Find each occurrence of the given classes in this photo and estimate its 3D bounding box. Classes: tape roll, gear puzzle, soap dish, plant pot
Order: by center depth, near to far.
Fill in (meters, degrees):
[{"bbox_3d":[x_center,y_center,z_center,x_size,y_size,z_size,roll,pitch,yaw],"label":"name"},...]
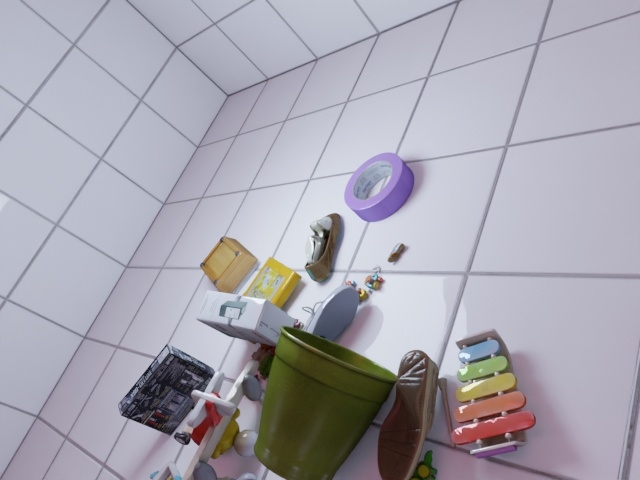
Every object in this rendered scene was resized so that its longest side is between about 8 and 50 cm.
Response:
[{"bbox_3d":[-0.014,0.477,1.500,0.366,0.366,0.353,17,82,53],"label":"plant pot"},{"bbox_3d":[-0.205,0.422,1.991,0.175,0.044,0.339,17,71,53],"label":"gear puzzle"},{"bbox_3d":[0.226,-0.209,2.070,0.275,0.090,0.275,-30,39,28],"label":"tape roll"},{"bbox_3d":[-0.434,0.115,2.474,0.229,0.118,0.291,-52,36,-3],"label":"soap dish"}]

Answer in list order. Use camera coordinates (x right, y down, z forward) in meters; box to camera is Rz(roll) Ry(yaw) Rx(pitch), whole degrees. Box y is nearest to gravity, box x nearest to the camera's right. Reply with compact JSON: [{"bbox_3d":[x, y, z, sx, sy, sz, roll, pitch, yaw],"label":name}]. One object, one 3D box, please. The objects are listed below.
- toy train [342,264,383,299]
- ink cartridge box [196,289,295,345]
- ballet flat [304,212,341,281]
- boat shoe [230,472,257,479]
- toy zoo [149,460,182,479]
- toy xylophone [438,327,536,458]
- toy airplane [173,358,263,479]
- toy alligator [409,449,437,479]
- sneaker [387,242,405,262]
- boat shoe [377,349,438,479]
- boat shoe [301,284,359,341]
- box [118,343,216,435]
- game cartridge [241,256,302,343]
[{"bbox_3d":[0.139,0.149,1.865,0.166,0.046,0.125,-37,37,19],"label":"toy train"},{"bbox_3d":[-0.269,0.289,1.938,0.289,0.211,0.121,4,65,33],"label":"ink cartridge box"},{"bbox_3d":[0.000,0.000,2.092,0.116,0.124,0.342,-16,47,39],"label":"ballet flat"},{"bbox_3d":[-0.296,0.800,1.701,0.226,0.083,0.076,-42,36,12],"label":"boat shoe"},{"bbox_3d":[-0.566,0.939,1.917,0.192,0.030,0.293,-55,34,-7],"label":"toy zoo"},{"bbox_3d":[0.394,0.391,1.320,0.236,0.081,0.322,-33,37,24],"label":"toy xylophone"},{"bbox_3d":[-0.315,0.605,1.737,0.386,0.272,0.384,-61,-1,5],"label":"toy airplane"},{"bbox_3d":[0.238,0.612,1.315,0.051,0.056,0.189,34,83,15],"label":"toy alligator"},{"bbox_3d":[0.260,0.043,1.850,0.083,0.032,0.037,-48,20,-6],"label":"sneaker"},{"bbox_3d":[0.244,0.461,1.370,0.121,0.110,0.341,-3,59,44],"label":"boat shoe"},{"bbox_3d":[-0.010,0.296,1.835,0.367,0.136,0.156,-60,31,2],"label":"boat shoe"},{"bbox_3d":[-0.599,0.592,2.097,0.307,0.242,0.076,-52,35,-2],"label":"box"},{"bbox_3d":[-0.237,0.235,2.174,0.323,0.053,0.285,-54,28,-7],"label":"game cartridge"}]
